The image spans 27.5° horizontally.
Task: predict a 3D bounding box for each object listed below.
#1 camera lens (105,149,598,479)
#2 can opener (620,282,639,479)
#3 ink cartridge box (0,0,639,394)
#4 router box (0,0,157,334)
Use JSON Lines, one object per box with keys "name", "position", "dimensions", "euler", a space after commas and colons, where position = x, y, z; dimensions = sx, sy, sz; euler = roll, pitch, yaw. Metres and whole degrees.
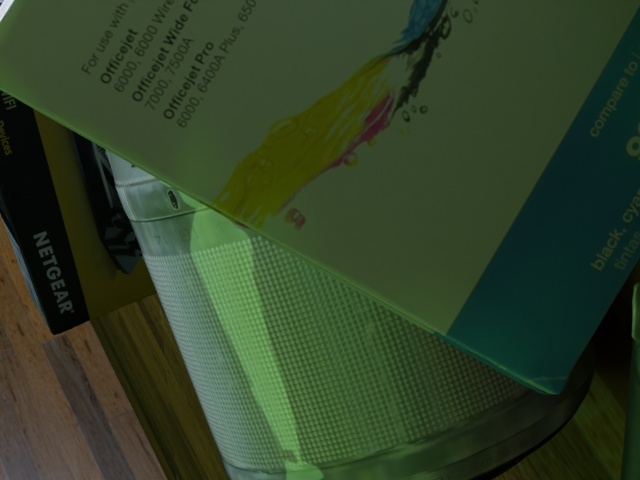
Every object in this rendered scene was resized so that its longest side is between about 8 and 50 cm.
{"name": "camera lens", "position": [0.015, -0.003, 0.721], "dimensions": [0.274, 0.219, 0.219], "euler": [70, 163, -10]}
{"name": "can opener", "position": [0.174, 0.042, 0.592], "dimensions": [0.095, 0.076, 0.283], "euler": [-84, -10, -46]}
{"name": "ink cartridge box", "position": [0.010, -0.084, 0.502], "dimensions": [0.233, 0.168, 0.171], "euler": [29, -176, -16]}
{"name": "router box", "position": [-0.177, -0.099, 1.154], "dimensions": [0.081, 0.243, 0.309], "euler": [44, 152, 53]}
